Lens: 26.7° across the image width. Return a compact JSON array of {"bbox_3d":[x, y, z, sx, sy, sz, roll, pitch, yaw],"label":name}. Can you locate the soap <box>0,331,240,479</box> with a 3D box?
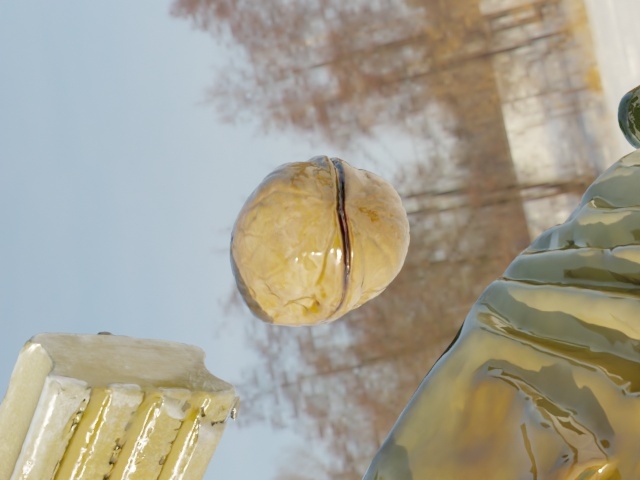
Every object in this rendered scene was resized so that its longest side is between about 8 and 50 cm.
[{"bbox_3d":[-0.194,0.213,1.092,0.173,0.274,0.089,9,-157,-38],"label":"soap"}]

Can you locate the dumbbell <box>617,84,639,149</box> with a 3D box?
[{"bbox_3d":[0.236,-0.083,0.849,0.046,0.052,0.118,57,164,-11],"label":"dumbbell"}]

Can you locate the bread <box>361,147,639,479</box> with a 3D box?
[{"bbox_3d":[0.098,0.152,0.465,0.236,0.183,0.389,20,-84,-42],"label":"bread"}]

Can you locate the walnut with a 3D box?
[{"bbox_3d":[0.000,0.000,1.138,0.180,0.144,0.144,125,142,-61],"label":"walnut"}]
